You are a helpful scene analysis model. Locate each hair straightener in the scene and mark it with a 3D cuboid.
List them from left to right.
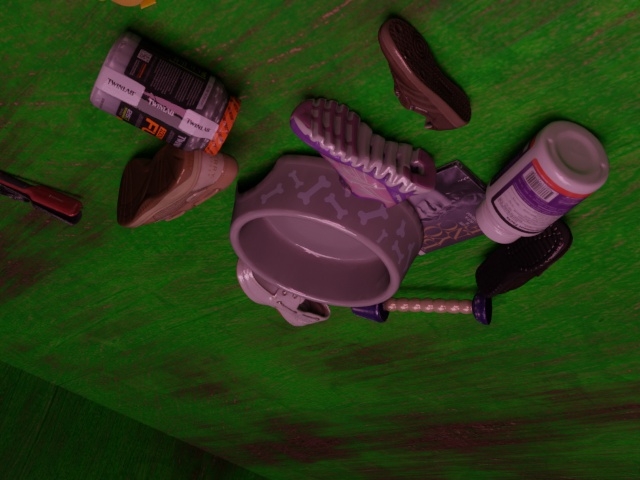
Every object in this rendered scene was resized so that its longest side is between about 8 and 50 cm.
[{"bbox_3d":[-0.598,-0.084,1.436,0.230,0.047,0.089,19,149,-5],"label":"hair straightener"}]

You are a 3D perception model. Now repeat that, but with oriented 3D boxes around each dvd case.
[{"bbox_3d":[0.190,-0.045,1.167,0.164,0.018,0.221,35,145,-28],"label":"dvd case"}]

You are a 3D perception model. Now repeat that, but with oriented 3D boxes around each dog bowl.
[{"bbox_3d":[0.000,0.000,1.226,0.348,0.102,0.349,14,151,8],"label":"dog bowl"}]

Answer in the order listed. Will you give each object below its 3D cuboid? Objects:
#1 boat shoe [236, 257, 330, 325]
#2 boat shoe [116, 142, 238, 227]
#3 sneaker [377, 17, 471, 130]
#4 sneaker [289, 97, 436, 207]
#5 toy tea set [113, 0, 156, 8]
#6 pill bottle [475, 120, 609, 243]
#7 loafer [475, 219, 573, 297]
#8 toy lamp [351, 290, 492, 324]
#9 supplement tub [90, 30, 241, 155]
[{"bbox_3d":[-0.067,0.096,1.443,0.096,0.098,0.277,-5,152,31],"label":"boat shoe"},{"bbox_3d":[-0.258,-0.085,1.208,0.110,0.122,0.341,8,169,-34],"label":"boat shoe"},{"bbox_3d":[0.118,-0.201,0.905,0.071,0.066,0.188,-14,138,41],"label":"sneaker"},{"bbox_3d":[0.051,-0.116,1.035,0.236,0.095,0.104,27,142,-19],"label":"sneaker"},{"bbox_3d":[-0.183,-0.344,0.755,0.335,0.124,0.200,-8,142,34],"label":"toy tea set"},{"bbox_3d":[0.300,-0.072,0.988,0.108,0.108,0.193,21,149,-9],"label":"pill bottle"},{"bbox_3d":[0.344,0.024,1.171,0.078,0.080,0.220,-7,158,-28],"label":"loafer"},{"bbox_3d":[0.193,0.125,1.386,0.274,0.080,0.080,-3,145,24],"label":"toy lamp"},{"bbox_3d":[-0.217,-0.203,1.004,0.190,0.117,0.117,26,148,-16],"label":"supplement tub"}]
